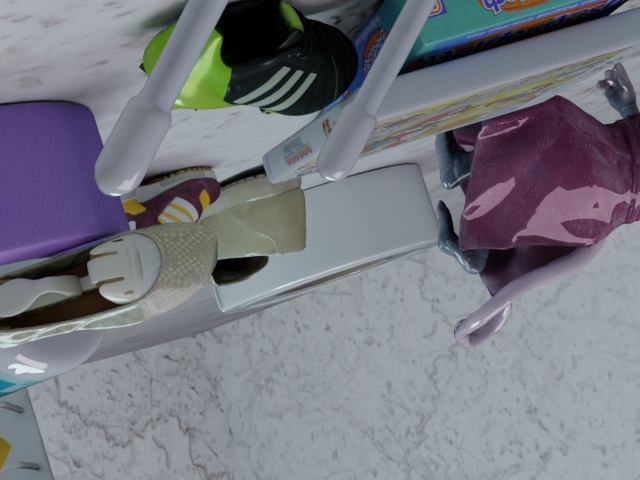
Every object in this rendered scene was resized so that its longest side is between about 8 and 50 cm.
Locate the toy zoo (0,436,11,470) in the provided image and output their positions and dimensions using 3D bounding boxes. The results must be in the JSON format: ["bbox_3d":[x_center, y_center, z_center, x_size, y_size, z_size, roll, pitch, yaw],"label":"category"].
[{"bbox_3d":[-0.375,0.135,1.347,0.192,0.293,0.030,-22,-144,39],"label":"toy zoo"}]

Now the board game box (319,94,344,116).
[{"bbox_3d":[0.106,-0.122,1.414,0.211,0.039,0.160,-17,175,-9],"label":"board game box"}]

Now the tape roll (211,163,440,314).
[{"bbox_3d":[0.000,0.000,2.079,0.286,0.100,0.286,-18,176,-1],"label":"tape roll"}]

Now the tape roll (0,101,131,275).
[{"bbox_3d":[-0.264,-0.001,1.102,0.274,0.090,0.275,-19,175,-2],"label":"tape roll"}]

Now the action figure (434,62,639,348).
[{"bbox_3d":[0.292,-0.061,1.593,0.370,0.276,0.248,-5,169,1],"label":"action figure"}]

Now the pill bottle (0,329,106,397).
[{"bbox_3d":[-0.303,0.066,1.383,0.264,0.146,0.146,-21,175,37],"label":"pill bottle"}]

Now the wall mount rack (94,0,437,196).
[{"bbox_3d":[0.074,-0.128,0.659,0.304,0.130,0.350,-20,174,23],"label":"wall mount rack"}]

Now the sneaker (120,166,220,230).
[{"bbox_3d":[-0.140,-0.008,1.479,0.069,0.084,0.185,-22,179,33],"label":"sneaker"}]

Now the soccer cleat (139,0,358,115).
[{"bbox_3d":[-0.025,-0.108,0.986,0.072,0.060,0.179,-37,165,35],"label":"soccer cleat"}]

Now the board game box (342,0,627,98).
[{"bbox_3d":[0.107,-0.142,1.127,0.160,0.047,0.210,-17,175,-12],"label":"board game box"}]

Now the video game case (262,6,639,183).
[{"bbox_3d":[0.093,-0.095,1.146,0.227,0.026,0.206,-17,177,-20],"label":"video game case"}]

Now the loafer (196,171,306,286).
[{"bbox_3d":[-0.110,0.004,1.730,0.102,0.092,0.268,-14,174,-41],"label":"loafer"}]

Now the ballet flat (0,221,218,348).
[{"bbox_3d":[-0.143,0.029,1.051,0.168,0.057,0.052,-20,165,11],"label":"ballet flat"}]

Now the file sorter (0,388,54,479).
[{"bbox_3d":[-0.403,0.198,1.783,0.192,0.278,0.173,-18,171,-2],"label":"file sorter"}]
